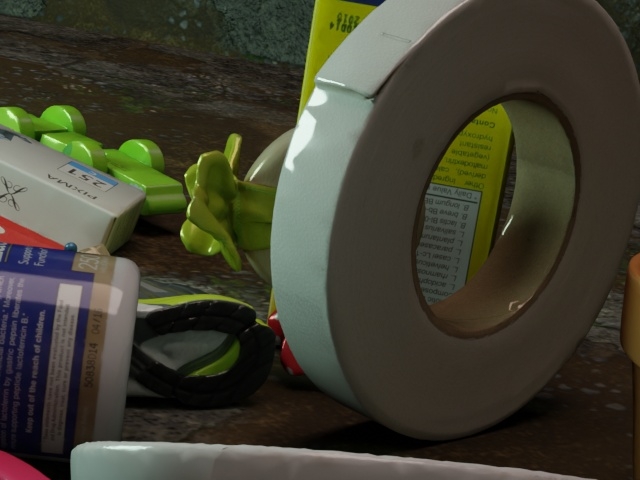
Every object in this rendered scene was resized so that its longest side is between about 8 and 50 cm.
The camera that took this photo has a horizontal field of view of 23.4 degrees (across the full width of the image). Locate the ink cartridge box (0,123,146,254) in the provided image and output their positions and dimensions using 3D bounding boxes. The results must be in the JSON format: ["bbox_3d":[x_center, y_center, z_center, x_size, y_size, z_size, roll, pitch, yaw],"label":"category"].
[{"bbox_3d":[-0.353,-0.060,1.615,0.296,0.066,0.261,25,15,2],"label":"ink cartridge box"}]

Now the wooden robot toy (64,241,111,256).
[{"bbox_3d":[-0.253,0.057,1.409,0.173,0.076,0.079,-9,58,-51],"label":"wooden robot toy"}]

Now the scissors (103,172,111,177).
[{"bbox_3d":[-0.383,-0.075,1.779,0.297,0.021,0.109,5,4,34],"label":"scissors"}]

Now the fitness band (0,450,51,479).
[{"bbox_3d":[-0.233,0.184,0.906,0.209,0.054,0.291,0,17,-41],"label":"fitness band"}]

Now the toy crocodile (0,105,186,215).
[{"bbox_3d":[-0.299,-0.090,1.868,0.340,0.105,0.115,24,20,33],"label":"toy crocodile"}]

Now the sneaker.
[{"bbox_3d":[-0.195,0.076,1.275,0.300,0.111,0.121,10,5,-24],"label":"sneaker"}]

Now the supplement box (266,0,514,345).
[{"bbox_3d":[0.082,-0.074,1.480,0.194,0.357,0.195,11,14,8],"label":"supplement box"}]

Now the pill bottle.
[{"bbox_3d":[-0.267,0.073,1.104,0.264,0.153,0.153,7,14,-7],"label":"pill bottle"}]

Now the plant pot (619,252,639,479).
[{"bbox_3d":[0.348,0.139,1.123,0.290,0.204,0.291,8,15,-2],"label":"plant pot"}]

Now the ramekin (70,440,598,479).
[{"bbox_3d":[0.013,0.176,0.737,0.277,0.135,0.277,5,-11,1],"label":"ramekin"}]

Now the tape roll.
[{"bbox_3d":[0.122,-0.028,1.264,0.392,0.392,0.072,-5,19,-43],"label":"tape roll"}]

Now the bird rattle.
[{"bbox_3d":[0.000,0.000,1.339,0.253,0.207,0.143,45,6,-8],"label":"bird rattle"}]
